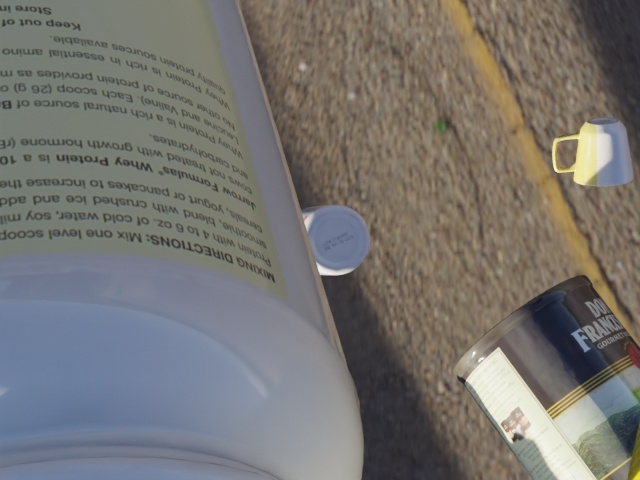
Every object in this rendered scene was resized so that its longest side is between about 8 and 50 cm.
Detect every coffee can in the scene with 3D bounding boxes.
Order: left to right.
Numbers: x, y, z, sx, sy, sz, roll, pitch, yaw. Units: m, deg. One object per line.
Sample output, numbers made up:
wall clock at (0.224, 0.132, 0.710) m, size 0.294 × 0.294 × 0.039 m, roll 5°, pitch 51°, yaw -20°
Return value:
coffee can at (0.318, 0.209, 1.803) m, size 0.201 × 0.201 × 0.275 m, roll -41°, pitch 73°, yaw 17°

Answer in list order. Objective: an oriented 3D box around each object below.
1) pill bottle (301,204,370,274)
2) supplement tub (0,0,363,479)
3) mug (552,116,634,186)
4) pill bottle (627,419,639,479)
pill bottle at (0.000, 0.000, 1.887) m, size 0.087 × 0.160 × 0.087 m, roll 0°, pitch 89°, yaw -14°
supplement tub at (-0.118, 0.026, 0.561) m, size 0.235 × 0.324 × 0.235 m, roll -10°, pitch 141°, yaw -8°
mug at (0.290, -0.093, 1.588) m, size 0.078 × 0.062 × 0.064 m, roll -12°, pitch 109°, yaw -24°
pill bottle at (0.160, 0.102, 0.510) m, size 0.119 × 0.208 × 0.119 m, roll 14°, pitch 144°, yaw 11°
